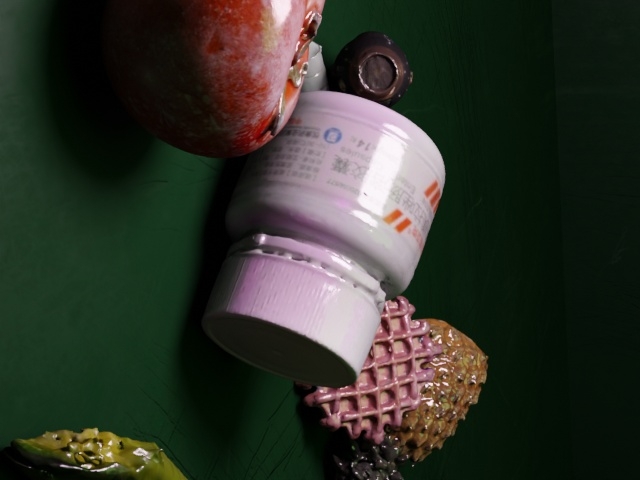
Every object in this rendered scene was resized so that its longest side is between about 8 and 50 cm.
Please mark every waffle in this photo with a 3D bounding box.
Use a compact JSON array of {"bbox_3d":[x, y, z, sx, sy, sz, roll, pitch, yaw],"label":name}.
[{"bbox_3d":[0.071,0.185,2.107,0.221,0.055,0.234,43,72,-21],"label":"waffle"}]

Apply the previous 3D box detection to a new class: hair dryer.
[{"bbox_3d":[0.056,-0.128,2.095,0.304,0.120,0.359,-149,-115,-83],"label":"hair dryer"}]

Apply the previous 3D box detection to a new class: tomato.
[{"bbox_3d":[-0.119,-0.225,1.514,0.270,0.227,0.270,19,90,-87],"label":"tomato"}]

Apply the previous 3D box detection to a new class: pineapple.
[{"bbox_3d":[0.118,0.297,2.230,0.362,0.202,0.202,-62,148,-28],"label":"pineapple"}]

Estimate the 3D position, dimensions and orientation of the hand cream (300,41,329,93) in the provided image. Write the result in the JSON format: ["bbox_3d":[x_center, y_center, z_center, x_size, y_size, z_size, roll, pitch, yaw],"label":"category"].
[{"bbox_3d":[-0.006,-0.196,2.057,0.078,0.050,0.205,-85,166,-45],"label":"hand cream"}]

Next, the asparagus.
[{"bbox_3d":[-0.200,0.276,1.505,0.108,0.128,0.382,61,1,40],"label":"asparagus"}]

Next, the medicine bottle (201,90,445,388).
[{"bbox_3d":[0.000,0.000,1.803,0.325,0.256,0.256,-68,152,-23],"label":"medicine bottle"}]
